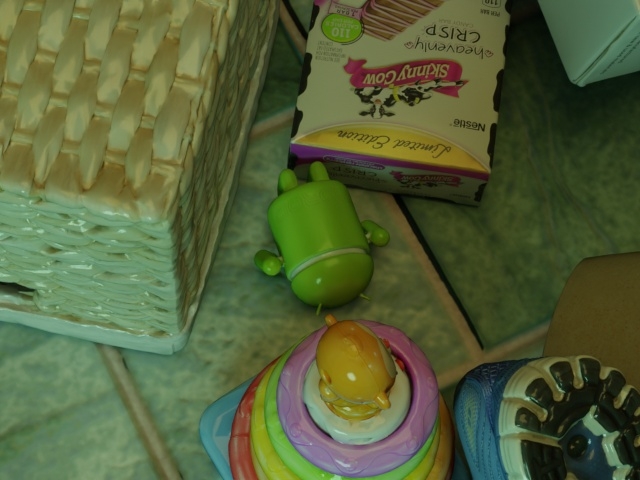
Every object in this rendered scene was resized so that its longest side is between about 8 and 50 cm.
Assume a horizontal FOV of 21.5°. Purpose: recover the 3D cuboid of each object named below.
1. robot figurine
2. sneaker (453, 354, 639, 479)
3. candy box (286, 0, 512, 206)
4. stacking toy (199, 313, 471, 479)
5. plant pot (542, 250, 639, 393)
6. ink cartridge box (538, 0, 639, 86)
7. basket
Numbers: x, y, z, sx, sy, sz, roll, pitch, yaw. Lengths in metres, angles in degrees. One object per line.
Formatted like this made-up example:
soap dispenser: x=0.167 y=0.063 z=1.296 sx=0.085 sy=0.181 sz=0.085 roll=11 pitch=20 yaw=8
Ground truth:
robot figurine: x=0.000 y=0.000 z=1.283 sx=0.101 sy=0.067 sz=0.115 roll=-15 pitch=70 yaw=-13
sneaker: x=0.191 y=0.210 z=1.144 sx=0.129 sy=0.147 sz=0.330 roll=-32 pitch=107 yaw=-19
candy box: x=0.068 y=-0.156 z=1.344 sx=0.159 sy=0.071 sz=0.233 roll=8 pitch=69 yaw=0
stacking toy: x=0.019 y=0.112 z=1.114 sx=0.165 sy=0.302 sz=0.175 roll=-28 pitch=71 yaw=-12
plant pot: x=0.300 y=0.107 z=1.177 sx=0.274 sy=0.256 sz=0.256 roll=14 pitch=68 yaw=21
ink cartridge box: x=0.301 y=-0.268 z=1.245 sx=0.307 sy=0.129 sz=0.223 roll=-16 pitch=76 yaw=-19
basket: x=-0.217 y=-0.129 z=1.222 sx=0.328 sy=0.266 sz=0.331 roll=13 pitch=70 yaw=2
